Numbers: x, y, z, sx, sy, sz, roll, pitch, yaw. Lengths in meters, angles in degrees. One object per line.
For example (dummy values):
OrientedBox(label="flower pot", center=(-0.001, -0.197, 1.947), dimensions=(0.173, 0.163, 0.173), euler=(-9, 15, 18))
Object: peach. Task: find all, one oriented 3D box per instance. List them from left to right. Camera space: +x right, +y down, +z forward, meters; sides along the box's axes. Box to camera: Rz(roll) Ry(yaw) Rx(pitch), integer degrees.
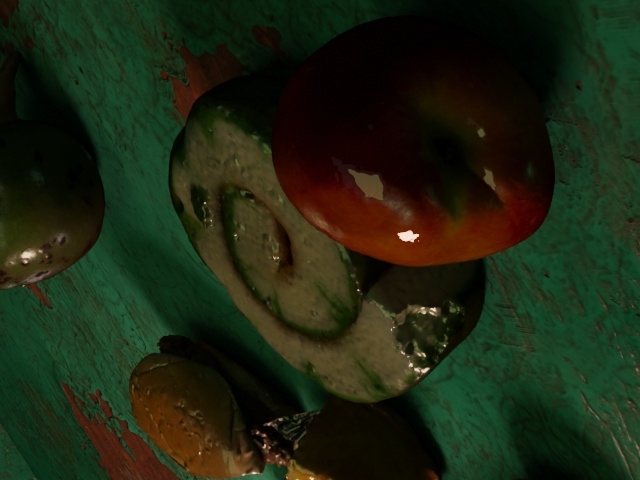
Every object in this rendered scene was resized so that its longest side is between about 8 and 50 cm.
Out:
OrientedBox(label="peach", center=(0.078, -0.078, 0.972), dimensions=(0.243, 0.199, 0.243), euler=(23, -179, 0))

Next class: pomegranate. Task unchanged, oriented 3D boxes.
OrientedBox(label="pomegranate", center=(-0.452, -0.082, 1.655), dimensions=(0.291, 0.291, 0.323), euler=(24, 132, 40))

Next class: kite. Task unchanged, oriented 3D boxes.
OrientedBox(label="kite", center=(0.035, 0.282, 1.573), dimensions=(0.232, 0.009, 0.189), euler=(26, 128, 3))

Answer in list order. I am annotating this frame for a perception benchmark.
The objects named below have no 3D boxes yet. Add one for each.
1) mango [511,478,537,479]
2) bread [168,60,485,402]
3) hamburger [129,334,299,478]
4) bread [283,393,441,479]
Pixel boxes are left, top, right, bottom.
OrientedBox(label="mango", center=(0.267, 0.334, 1.274), dimensions=(0.195, 0.092, 0.130), euler=(41, 148, 9))
OrientedBox(label="bread", center=(0.000, 0.000, 1.236), dimensions=(0.382, 0.129, 0.366), euler=(29, 144, 33))
OrientedBox(label="hamburger", center=(-0.161, 0.242, 1.728), dimensions=(0.245, 0.155, 0.282), euler=(60, 146, -1))
OrientedBox(label="bread", center=(0.046, 0.351, 1.481), dimensions=(0.179, 0.194, 0.340), euler=(26, 127, 15))
